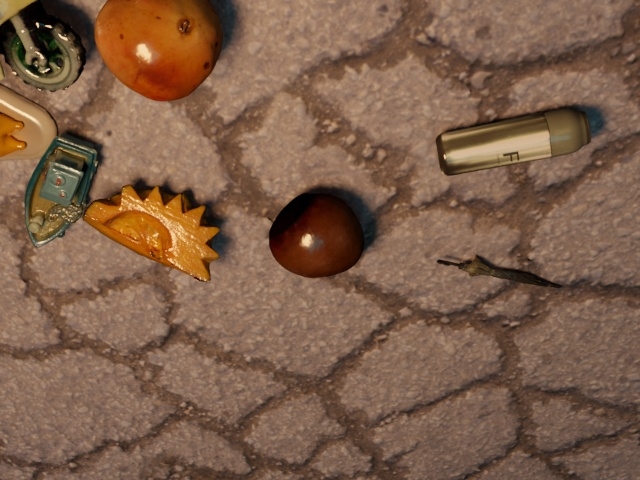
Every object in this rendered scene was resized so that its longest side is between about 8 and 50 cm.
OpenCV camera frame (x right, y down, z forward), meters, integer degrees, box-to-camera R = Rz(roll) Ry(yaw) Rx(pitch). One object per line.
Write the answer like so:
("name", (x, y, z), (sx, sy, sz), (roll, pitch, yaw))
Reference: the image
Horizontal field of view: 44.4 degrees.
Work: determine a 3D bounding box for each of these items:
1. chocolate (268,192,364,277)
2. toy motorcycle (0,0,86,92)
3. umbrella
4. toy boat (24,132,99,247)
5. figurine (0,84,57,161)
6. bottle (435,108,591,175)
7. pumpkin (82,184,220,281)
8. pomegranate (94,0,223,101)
("chocolate", (0.000, 0.000, 1.427), (0.177, 0.176, 0.176), (1, 125, 2))
("toy motorcycle", (-0.566, -0.361, 1.193), (0.411, 0.168, 0.236), (9, 123, -3))
("umbrella", (0.348, 0.061, 1.533), (0.269, 0.044, 0.044), (11, 99, -16))
("toy boat", (-0.479, -0.078, 1.422), (0.109, 0.098, 0.237), (20, 128, -20))
("figurine", (-0.596, -0.177, 1.339), (0.250, 0.141, 0.166), (5, 124, -1))
("bottle", (0.329, -0.166, 1.346), (0.254, 0.079, 0.096), (-11, 162, 10))
("pumpkin", (-0.303, -0.029, 1.472), (0.254, 0.149, 0.130), (28, 79, -11))
("pomegranate", (-0.249, -0.311, 1.206), (0.191, 0.191, 0.191), (1, 125, 2))
